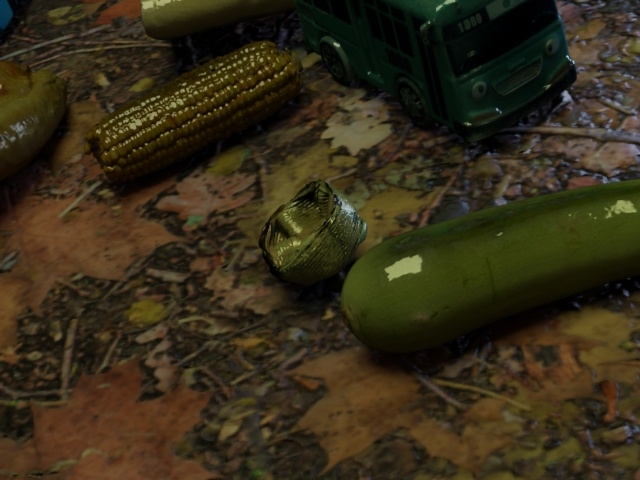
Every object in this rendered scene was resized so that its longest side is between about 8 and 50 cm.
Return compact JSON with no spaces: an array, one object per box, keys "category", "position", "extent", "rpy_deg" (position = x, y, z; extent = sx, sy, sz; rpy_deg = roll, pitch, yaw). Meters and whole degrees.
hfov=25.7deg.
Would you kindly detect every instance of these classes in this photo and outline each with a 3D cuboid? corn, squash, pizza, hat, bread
[{"category":"corn","position":[-0.105,-0.112,1.209],"extent":[0.207,0.068,0.068],"rpy_deg":[-28,37,-16]},{"category":"squash","position":[0.133,0.014,0.942],"extent":[0.250,0.083,0.083],"rpy_deg":[-15,36,-4]},{"category":"pizza","position":[-0.340,-0.097,1.197],"extent":[0.268,0.087,0.258],"rpy_deg":[14,38,-24]},{"category":"hat","position":[0.000,0.000,1.026],"extent":[0.076,0.059,0.077],"rpy_deg":[-50,24,12]},{"category":"bread","position":[-0.077,-0.238,1.341],"extent":[0.178,0.060,0.139],"rpy_deg":[-12,9,5]}]

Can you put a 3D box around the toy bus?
[{"category":"toy bus","position":[0.085,-0.195,1.178],"extent":[0.128,0.147,0.256],"rpy_deg":[-32,37,-18]}]

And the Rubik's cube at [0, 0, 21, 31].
[{"category":"Rubik's cube","position":[-0.490,-0.318,1.453],"extent":[0.293,0.283,0.288],"rpy_deg":[-2,37,14]}]
